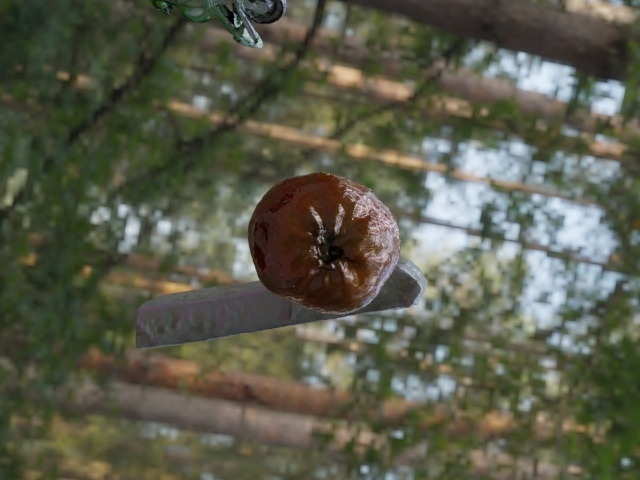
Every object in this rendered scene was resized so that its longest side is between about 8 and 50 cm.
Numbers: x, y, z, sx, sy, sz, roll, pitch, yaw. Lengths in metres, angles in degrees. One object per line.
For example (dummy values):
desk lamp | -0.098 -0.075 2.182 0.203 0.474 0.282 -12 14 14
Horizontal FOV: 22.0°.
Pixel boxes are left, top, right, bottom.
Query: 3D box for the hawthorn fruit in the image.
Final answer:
hawthorn fruit | 0.000 0.000 1.303 0.128 0.128 0.128 -171 -90 -73

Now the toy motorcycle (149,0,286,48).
toy motorcycle | -0.137 -0.295 1.956 0.106 0.190 0.074 -52 -159 44

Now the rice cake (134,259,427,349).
rice cake | -0.039 0.063 1.704 0.106 0.297 0.050 -30 111 -83
